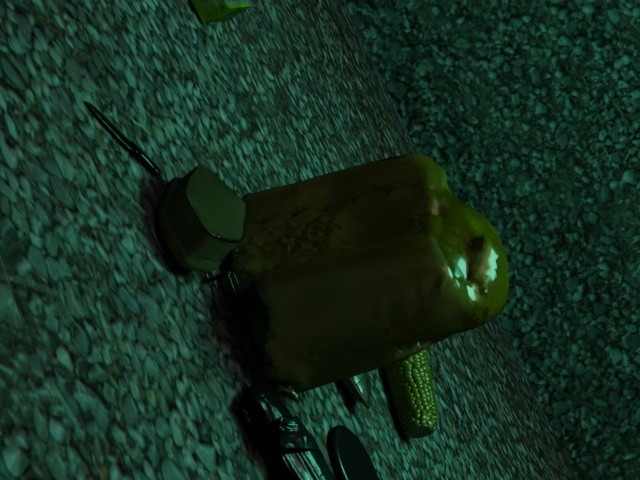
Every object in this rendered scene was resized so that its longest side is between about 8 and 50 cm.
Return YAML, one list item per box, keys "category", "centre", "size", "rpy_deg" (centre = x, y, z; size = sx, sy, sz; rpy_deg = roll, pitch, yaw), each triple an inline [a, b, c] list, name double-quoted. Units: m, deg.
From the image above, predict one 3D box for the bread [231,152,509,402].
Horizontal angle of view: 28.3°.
- category: "bread"
  centre: [0.082, 0.061, 1.892]
  size: [0.361, 0.394, 0.250]
  rpy_deg: [-100, 175, -53]

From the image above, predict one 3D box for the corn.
- category: "corn"
  centre: [0.166, 0.249, 2.397]
  size: [0.091, 0.091, 0.260]
  rpy_deg: [47, 27, -49]

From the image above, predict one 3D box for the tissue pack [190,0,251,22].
- category: "tissue pack"
  centre: [-0.195, -0.461, 2.361]
  size: [0.095, 0.062, 0.176]
  rpy_deg: [61, 16, -6]

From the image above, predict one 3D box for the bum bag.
- category: "bum bag"
  centre: [-0.028, 0.301, 1.698]
  size: [0.248, 0.060, 0.123]
  rpy_deg: [63, 13, 0]

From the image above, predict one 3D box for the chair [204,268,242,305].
- category: "chair"
  centre: [-0.141, 0.045, 1.757]
  size: [0.086, 0.042, 0.037]
  rpy_deg: [65, 11, -1]

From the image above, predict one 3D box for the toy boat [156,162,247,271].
- category: "toy boat"
  centre: [-0.160, -0.028, 1.722]
  size: [0.116, 0.061, 0.188]
  rpy_deg: [44, 21, -18]

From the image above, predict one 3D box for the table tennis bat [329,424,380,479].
- category: "table tennis bat"
  centre: [0.076, 0.378, 2.000]
  size: [0.236, 0.027, 0.150]
  rpy_deg: [47, 23, -47]

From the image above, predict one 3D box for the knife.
- category: "knife"
  centre: [-0.262, -0.135, 1.695]
  size: [0.170, 0.010, 0.023]
  rpy_deg: [47, 17, -45]

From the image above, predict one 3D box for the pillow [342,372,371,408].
- category: "pillow"
  centre: [0.028, 0.174, 2.141]
  size: [0.233, 0.038, 0.131]
  rpy_deg: [60, 12, -10]
